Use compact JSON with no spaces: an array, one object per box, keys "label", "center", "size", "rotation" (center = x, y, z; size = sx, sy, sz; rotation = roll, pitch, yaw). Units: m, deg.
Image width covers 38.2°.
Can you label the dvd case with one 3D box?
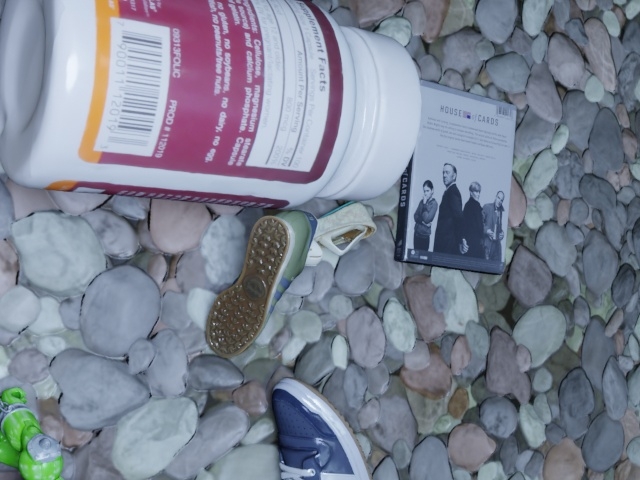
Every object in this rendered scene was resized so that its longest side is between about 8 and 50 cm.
[{"label":"dvd case","center":[0.185,-0.081,1.243],"size":[0.179,0.029,0.239],"rotation":[9,84,-33]}]

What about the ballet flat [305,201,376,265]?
[{"label":"ballet flat","center":[0.000,0.000,1.096],"size":[0.168,0.057,0.052],"rotation":[-27,69,-31]}]

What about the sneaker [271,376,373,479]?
[{"label":"sneaker","center":[-0.018,0.307,1.060],"size":[0.153,0.099,0.282],"rotation":[-35,111,-31]}]

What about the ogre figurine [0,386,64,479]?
[{"label":"ogre figurine","center":[-0.271,0.246,0.880],"size":[0.096,0.118,0.197],"rotation":[15,80,-33]}]

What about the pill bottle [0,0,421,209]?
[{"label":"pill bottle","center":[-0.106,-0.148,0.933],"size":[0.392,0.224,0.224],"rotation":[4,87,-34]}]

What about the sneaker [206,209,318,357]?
[{"label":"sneaker","center":[-0.056,0.045,1.022],"size":[0.086,0.064,0.192],"rotation":[-27,149,-54]}]
